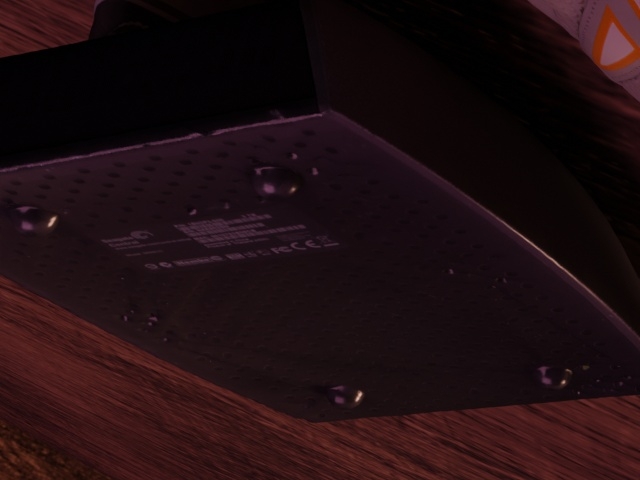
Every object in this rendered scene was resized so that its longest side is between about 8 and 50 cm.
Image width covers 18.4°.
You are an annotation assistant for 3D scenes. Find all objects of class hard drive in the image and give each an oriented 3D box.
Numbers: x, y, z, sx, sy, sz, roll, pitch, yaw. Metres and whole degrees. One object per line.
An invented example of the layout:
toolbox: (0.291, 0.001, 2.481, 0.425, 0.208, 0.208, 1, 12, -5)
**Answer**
hard drive: (0.000, 0.000, 0.634, 0.172, 0.054, 0.254, -8, 156, 29)

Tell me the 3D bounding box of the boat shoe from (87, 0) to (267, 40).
boat shoe: (-0.063, -0.040, 0.717, 0.080, 0.076, 0.228, 30, 167, -6)

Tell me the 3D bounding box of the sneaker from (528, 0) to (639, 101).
sneaker: (0.060, -0.076, 0.303, 0.121, 0.099, 0.262, 29, 166, 19)
